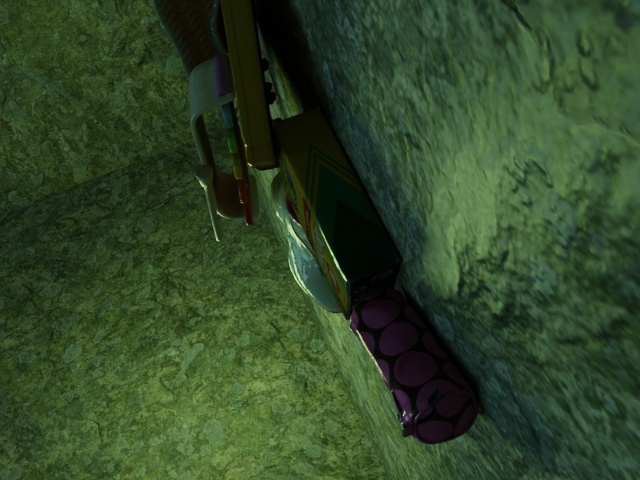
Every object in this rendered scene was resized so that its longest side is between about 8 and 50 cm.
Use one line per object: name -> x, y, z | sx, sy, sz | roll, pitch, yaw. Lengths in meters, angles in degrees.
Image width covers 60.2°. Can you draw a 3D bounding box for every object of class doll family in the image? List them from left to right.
doll family -> -0.132, -0.296, 1.123 | 0.193, 0.111, 0.076 | 67, -139, -59

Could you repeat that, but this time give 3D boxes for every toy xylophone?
toy xylophone -> -0.164, -0.141, 0.961 | 0.322, 0.081, 0.236 | 88, 173, -62

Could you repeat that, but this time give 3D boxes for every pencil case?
pencil case -> 0.106, 0.150, 0.697 | 0.209, 0.098, 0.095 | -122, 12, -55

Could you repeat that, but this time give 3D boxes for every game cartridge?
game cartridge -> -0.113, -0.257, 0.879 | 0.323, 0.053, 0.285 | -113, 14, -84

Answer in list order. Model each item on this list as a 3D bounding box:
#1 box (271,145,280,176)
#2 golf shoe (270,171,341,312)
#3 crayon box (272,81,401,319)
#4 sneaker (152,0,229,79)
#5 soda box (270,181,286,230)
box -> -0.118, -0.206, 1.514 | 0.136, 0.028, 0.081 | 91, 155, -66
golf shoe -> -0.011, 0.002, 1.055 | 0.306, 0.115, 0.140 | 67, 169, -4
crayon box -> 0.009, -0.055, 0.849 | 0.202, 0.081, 0.318 | 84, 162, -67
sneaker -> -0.211, -0.382, 0.919 | 0.302, 0.108, 0.121 | 84, 172, -51
soda box -> -0.060, -0.059, 1.381 | 0.210, 0.067, 0.071 | 76, 169, -45
